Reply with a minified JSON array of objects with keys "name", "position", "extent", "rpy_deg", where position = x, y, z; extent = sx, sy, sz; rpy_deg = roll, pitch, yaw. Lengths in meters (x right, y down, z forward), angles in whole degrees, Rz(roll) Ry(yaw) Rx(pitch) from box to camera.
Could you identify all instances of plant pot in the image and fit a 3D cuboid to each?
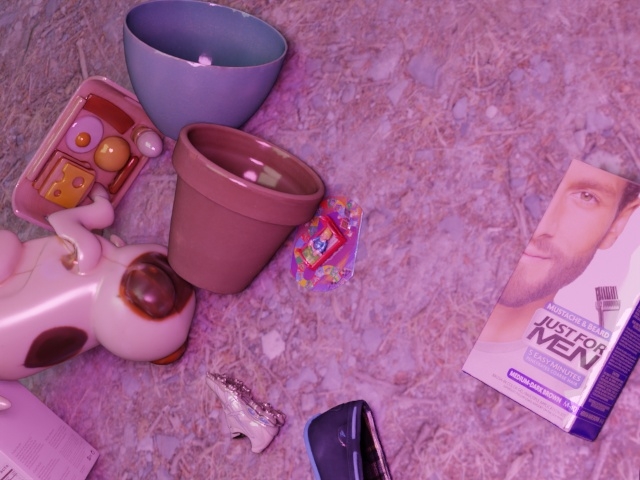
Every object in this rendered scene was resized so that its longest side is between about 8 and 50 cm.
[{"name":"plant pot","position":[-0.219,-0.289,1.859],"extent":[0.290,0.290,0.196],"rpy_deg":[41,131,37]},{"name":"plant pot","position":[-0.155,-0.042,1.739],"extent":[0.263,0.263,0.229],"rpy_deg":[42,116,37]}]

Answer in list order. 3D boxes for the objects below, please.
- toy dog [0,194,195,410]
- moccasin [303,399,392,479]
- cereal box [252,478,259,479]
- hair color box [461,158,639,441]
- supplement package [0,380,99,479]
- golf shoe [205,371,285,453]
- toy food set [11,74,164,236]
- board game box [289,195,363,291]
[{"name":"toy dog","position":[-0.422,0.099,1.786],"extent":[0.407,0.285,0.395],"rpy_deg":[0,42,1]},{"name":"moccasin","position":[0.075,0.380,1.486],"extent":[0.116,0.137,0.342],"rpy_deg":[-35,58,15]},{"name":"cereal box","position":[-0.101,0.475,1.543],"extent":[0.173,0.047,0.240],"rpy_deg":[-65,12,-1]},{"name":"hair color box","position":[0.360,0.079,1.410],"extent":[0.185,0.110,0.339],"rpy_deg":[28,89,39]},{"name":"supplement package","position":[-0.573,0.395,1.810],"extent":[0.262,0.199,0.198],"rpy_deg":[44,105,-8]},{"name":"golf shoe","position":[-0.142,0.285,1.713],"extent":[0.176,0.069,0.086],"rpy_deg":[33,100,38]},{"name":"toy food set","position":[-0.414,-0.139,1.941],"extent":[0.306,0.219,0.092],"rpy_deg":[-55,47,6]},{"name":"board game box","position":[0.000,0.000,1.730],"extent":[0.133,0.033,0.169],"rpy_deg":[1,75,35]}]
